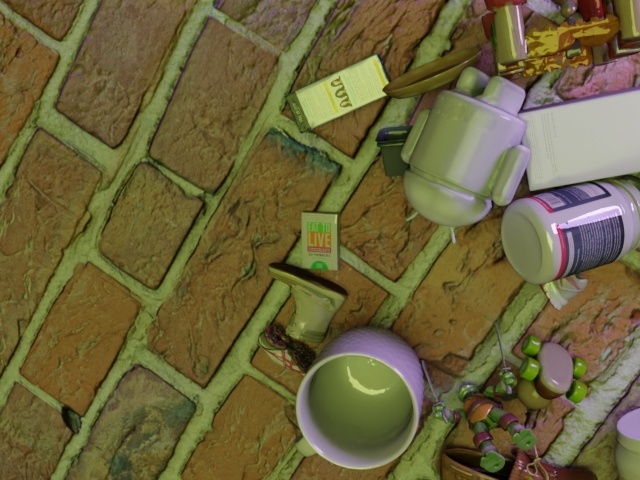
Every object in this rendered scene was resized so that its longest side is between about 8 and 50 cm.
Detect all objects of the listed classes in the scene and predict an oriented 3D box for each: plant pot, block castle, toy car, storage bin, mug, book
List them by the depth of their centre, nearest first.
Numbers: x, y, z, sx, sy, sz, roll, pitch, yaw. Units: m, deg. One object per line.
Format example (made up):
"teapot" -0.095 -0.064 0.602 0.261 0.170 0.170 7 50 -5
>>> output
"block castle" 0.479 -0.460 1.617 0.303 0.453 0.213 -8 94 13
"plant pot" 0.252 -0.368 1.801 0.236 0.236 0.032 -21 107 14
"storage bin" 0.186 -0.210 1.903 0.098 0.135 0.091 -4 112 12
"mug" 0.077 0.376 1.935 0.276 0.328 0.374 44 106 0
"toy car" 0.527 0.350 1.964 0.155 0.149 0.188 26 131 -4
"book" 0.000 0.000 2.031 0.096 0.035 0.144 3 103 15

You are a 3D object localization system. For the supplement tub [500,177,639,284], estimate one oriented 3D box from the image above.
"supplement tub" 0.551 -0.025 1.762 0.272 0.191 0.191 -15 100 -18

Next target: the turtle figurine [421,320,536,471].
"turtle figurine" 0.368 0.382 1.892 0.197 0.266 0.275 -7 120 -15

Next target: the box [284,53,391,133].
"box" 0.046 -0.349 1.932 0.244 0.060 0.101 -22 97 14

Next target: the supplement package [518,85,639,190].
"supplement package" 0.592 -0.227 1.789 0.293 0.177 0.175 -10 99 14

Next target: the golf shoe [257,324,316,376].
"golf shoe" -0.081 0.297 2.095 0.186 0.067 0.086 41 135 -1

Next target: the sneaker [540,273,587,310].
"sneaker" 0.538 0.034 1.901 0.111 0.103 0.252 -31 100 11

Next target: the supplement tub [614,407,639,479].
"supplement tub" 0.820 0.570 1.877 0.235 0.235 0.325 -12 99 13

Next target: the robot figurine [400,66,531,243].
"robot figurine" 0.299 -0.179 1.709 0.300 0.199 0.353 31 103 44

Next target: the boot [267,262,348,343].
"boot" -0.059 0.159 2.040 0.213 0.077 0.165 24 107 -9

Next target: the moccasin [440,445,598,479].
"moccasin" 0.489 0.576 2.004 0.380 0.139 0.147 5 111 20

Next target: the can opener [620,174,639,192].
"can opener" 0.781 -0.035 1.844 0.283 0.076 0.095 40 107 0
